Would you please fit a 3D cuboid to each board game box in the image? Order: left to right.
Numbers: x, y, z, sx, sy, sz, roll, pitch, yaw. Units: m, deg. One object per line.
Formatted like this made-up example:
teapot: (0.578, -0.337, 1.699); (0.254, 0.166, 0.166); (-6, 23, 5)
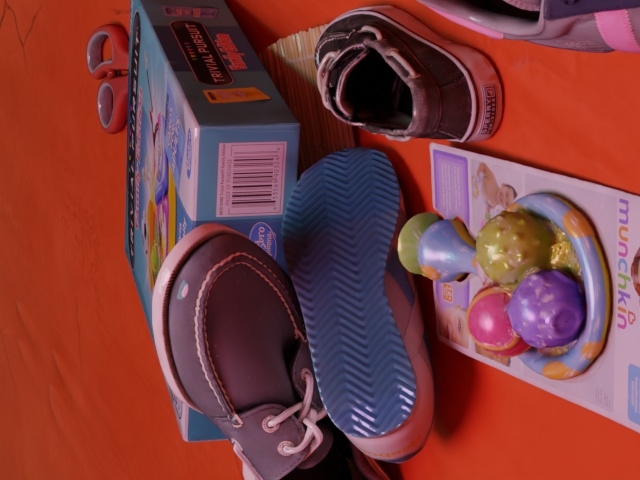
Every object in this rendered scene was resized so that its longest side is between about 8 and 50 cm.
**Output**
board game box: (-0.096, -0.035, 1.415); (0.336, 0.079, 0.254); (-120, 30, -62)

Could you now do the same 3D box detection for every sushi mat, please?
sushi mat: (0.000, 0.000, 1.359); (0.151, 0.019, 0.316); (170, 92, -65)

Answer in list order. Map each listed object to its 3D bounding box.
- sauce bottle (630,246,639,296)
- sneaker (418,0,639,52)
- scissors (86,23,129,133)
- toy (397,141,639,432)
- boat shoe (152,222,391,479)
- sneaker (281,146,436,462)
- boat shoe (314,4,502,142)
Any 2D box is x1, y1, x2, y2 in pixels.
sauce bottle: (0.205, 0.015, 0.882); (0.128, 0.042, 0.042); (-7, 91, 64)
sneaker: (0.154, -0.135, 0.839); (0.319, 0.131, 0.112); (178, 86, -66)
scissors: (-0.175, -0.170, 1.698); (0.297, 0.021, 0.109); (168, 96, -67)
toy: (0.113, 0.026, 1.071); (0.237, 0.056, 0.137); (-155, 59, -62)
boat shoe: (-0.016, 0.117, 1.230); (0.099, 0.116, 0.319); (24, 147, 41)
sneaker: (0.029, 0.043, 1.223); (0.092, 0.087, 0.229); (60, -158, -60)
boat shoe: (0.037, -0.112, 1.182); (0.219, 0.070, 0.078); (-152, 59, -62)
